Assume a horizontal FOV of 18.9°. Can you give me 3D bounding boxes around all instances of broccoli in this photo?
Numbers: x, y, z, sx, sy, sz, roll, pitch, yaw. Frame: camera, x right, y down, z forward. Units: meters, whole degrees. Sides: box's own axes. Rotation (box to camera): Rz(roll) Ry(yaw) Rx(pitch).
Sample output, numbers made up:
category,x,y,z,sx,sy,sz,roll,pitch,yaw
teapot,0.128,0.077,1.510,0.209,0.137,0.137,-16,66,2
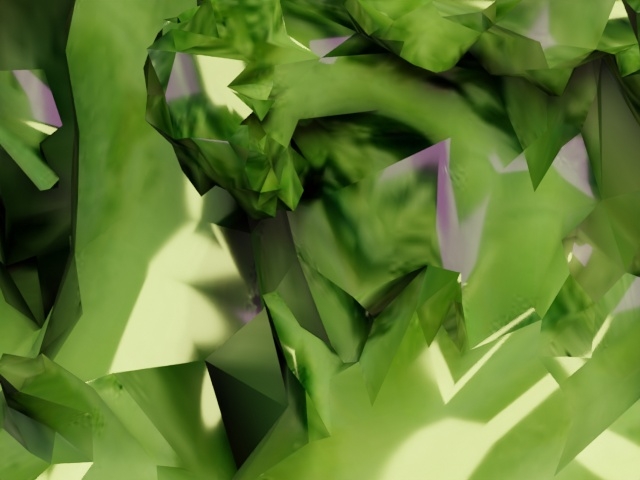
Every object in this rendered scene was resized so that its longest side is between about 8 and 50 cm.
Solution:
category,x,y,z,sx,sy,sz,roll,pitch,yaw
broccoli,0.002,0.007,0.477,0.413,0.321,0.310,15,82,29
